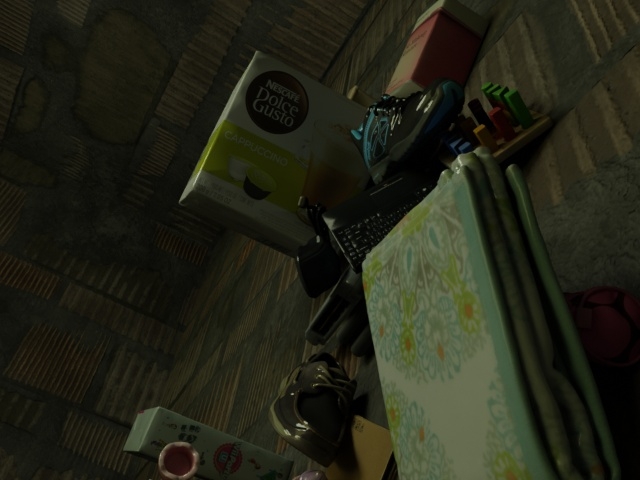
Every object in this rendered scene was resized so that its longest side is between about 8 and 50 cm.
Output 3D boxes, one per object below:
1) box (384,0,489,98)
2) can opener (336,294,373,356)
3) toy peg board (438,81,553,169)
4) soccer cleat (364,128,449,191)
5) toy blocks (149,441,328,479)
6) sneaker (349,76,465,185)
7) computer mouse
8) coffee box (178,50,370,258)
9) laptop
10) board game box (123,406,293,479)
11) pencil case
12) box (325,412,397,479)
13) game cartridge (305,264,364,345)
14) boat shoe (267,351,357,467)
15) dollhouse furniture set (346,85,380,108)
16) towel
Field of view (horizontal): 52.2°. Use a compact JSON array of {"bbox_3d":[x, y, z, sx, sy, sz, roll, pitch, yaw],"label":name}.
[{"bbox_3d":[0.265,-0.415,1.508,0.232,0.127,0.148,-67,15,-13],"label":"box"},{"bbox_3d":[0.137,0.092,1.223,0.283,0.076,0.095,-57,-16,23],"label":"can opener"},{"bbox_3d":[0.270,-0.190,1.087,0.160,0.079,0.161,-35,19,6],"label":"toy peg board"},{"bbox_3d":[0.186,-0.165,1.441,0.116,0.108,0.318,-40,-12,-46],"label":"soccer cleat"},{"bbox_3d":[-0.130,0.458,0.958,0.309,0.288,0.260,-81,10,-46],"label":"toy blocks"},{"bbox_3d":[0.143,-0.217,1.219,0.125,0.140,0.341,-33,-5,-25],"label":"sneaker"},{"bbox_3d":[0.000,0.000,1.228,0.060,0.184,0.262,-18,2,13],"label":"computer mouse"},{"bbox_3d":[-0.094,-0.176,1.515,0.334,0.337,0.338,-66,14,-9],"label":"coffee box"},{"bbox_3d":[0.130,-0.058,1.115,0.234,0.136,0.264,-28,46,-1],"label":"laptop"},{"bbox_3d":[-0.242,0.452,1.375,0.224,0.303,0.097,-32,34,61],"label":"board game box"},{"bbox_3d":[0.256,0.089,0.733,0.095,0.098,0.209,-66,16,-12],"label":"pencil case"},{"bbox_3d":[0.060,0.373,1.049,0.164,0.021,0.201,-66,16,-12],"label":"box"},{"bbox_3d":[0.065,0.083,1.308,0.198,0.062,0.297,-60,0,-33],"label":"game cartridge"},{"bbox_3d":[-0.009,0.280,1.180,0.130,0.132,0.355,-56,8,3],"label":"boat shoe"},{"bbox_3d":[0.100,-0.306,1.806,0.212,0.161,0.242,-67,16,-15],"label":"dollhouse furniture set"},{"bbox_3d":[0.160,0.127,0.743,0.320,0.090,0.374,125,139,-62],"label":"towel"}]
